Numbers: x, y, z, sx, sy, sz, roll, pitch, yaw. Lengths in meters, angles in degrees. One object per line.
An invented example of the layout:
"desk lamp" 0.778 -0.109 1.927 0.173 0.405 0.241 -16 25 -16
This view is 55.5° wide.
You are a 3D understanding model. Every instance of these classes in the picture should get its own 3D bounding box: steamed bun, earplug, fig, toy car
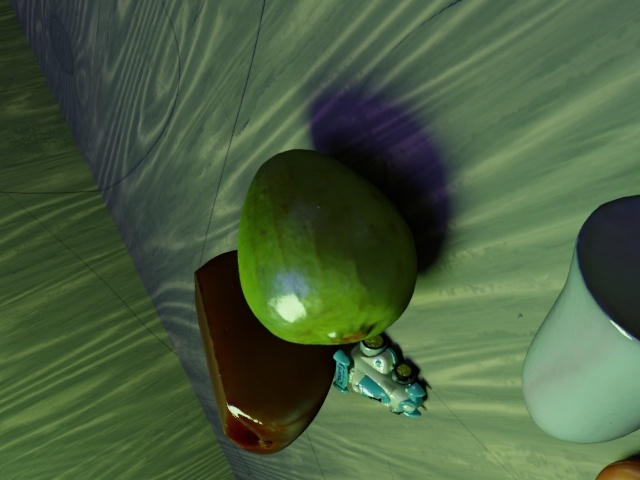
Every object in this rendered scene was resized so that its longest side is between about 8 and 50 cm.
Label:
"steamed bun" -0.099 0.208 1.209 0.235 0.249 0.379 107 147 -55
"earplug" 0.283 0.118 0.598 0.172 0.172 0.301 48 154 29
"fig" 0.000 0.000 0.902 0.258 0.258 0.326 102 153 -49
"toy car" 0.099 0.254 1.075 0.161 0.098 0.126 44 148 37

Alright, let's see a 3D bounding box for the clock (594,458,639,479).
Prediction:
"clock" 0.398 0.338 0.677 0.205 0.051 0.205 42 146 38
